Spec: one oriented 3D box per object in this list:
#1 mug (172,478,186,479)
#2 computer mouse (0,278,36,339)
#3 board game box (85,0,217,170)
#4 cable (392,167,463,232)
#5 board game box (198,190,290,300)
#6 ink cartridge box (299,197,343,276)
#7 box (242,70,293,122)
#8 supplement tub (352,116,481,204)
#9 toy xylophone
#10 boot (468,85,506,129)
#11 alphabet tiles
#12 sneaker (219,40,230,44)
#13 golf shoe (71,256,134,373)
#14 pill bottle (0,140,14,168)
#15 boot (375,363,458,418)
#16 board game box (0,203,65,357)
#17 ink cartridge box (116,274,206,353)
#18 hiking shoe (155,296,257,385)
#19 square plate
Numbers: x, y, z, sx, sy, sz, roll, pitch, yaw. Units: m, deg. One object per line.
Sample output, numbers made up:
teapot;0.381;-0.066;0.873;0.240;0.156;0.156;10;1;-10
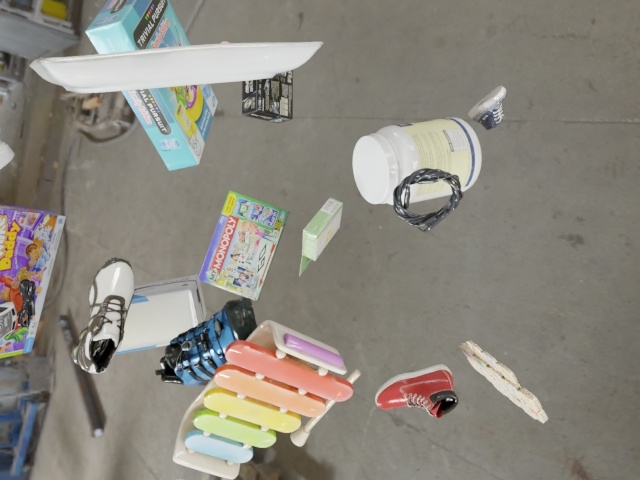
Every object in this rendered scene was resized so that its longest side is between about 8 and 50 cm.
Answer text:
mug;-0.303;0.557;1.257;0.078;0.062;0.064;-6;80;28
computer mouse;-0.655;0.159;1.185;0.193;0.042;0.106;-61;-18;-71
board game box;-0.340;-0.361;1.241;0.079;0.336;0.253;-10;44;13
cable;0.278;-0.116;1.494;0.150;0.047;0.184;45;120;-2
board game box;-0.255;0.017;1.930;0.046;0.214;0.317;19;-90;-87
ink cartridge box;0.000;0.000;1.844;0.056;0.171;0.235;24;141;16
box;-0.164;-0.472;1.808;0.078;0.147;0.180;-2;87;47
supplement tub;0.284;-0.233;1.720;0.235;0.325;0.235;40;136;53
toy xylophone;-0.072;0.247;0.882;0.322;0.236;0.081;-58;24;30
boot;0.516;-0.389;1.710;0.069;0.086;0.190;-52;5;-9
alphabet tiles;0.512;0.398;1.636;0.021;0.278;0.284;-42;38;-7
sneaker;-0.292;-0.513;1.707;0.134;0.051;0.070;119;151;-46
golf shoe;-0.351;0.129;0.973;0.094;0.077;0.198;15;90;52
pill bottle;-0.900;-0.290;1.415;0.162;0.278;0.162;-17;35;13
boot;0.275;0.465;1.680;0.244;0.088;0.176;-24;20;13
board game box;-0.725;0.094;1.306;0.078;0.233;0.347;16;92;14
ink cartridge box;-0.426;0.184;1.509;0.307;0.223;0.128;-158;58;-81
hiking shoe;-0.192;0.191;0.982;0.304;0.132;0.113;-54;49;52
square plate;-0.223;-0.251;0.838;0.344;0.347;0.049;26;124;59
